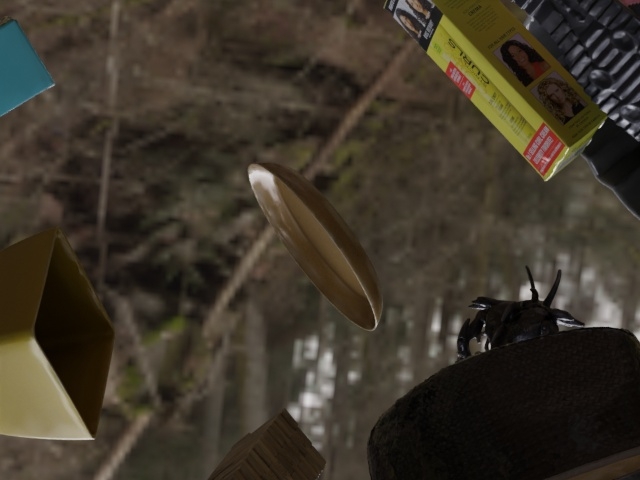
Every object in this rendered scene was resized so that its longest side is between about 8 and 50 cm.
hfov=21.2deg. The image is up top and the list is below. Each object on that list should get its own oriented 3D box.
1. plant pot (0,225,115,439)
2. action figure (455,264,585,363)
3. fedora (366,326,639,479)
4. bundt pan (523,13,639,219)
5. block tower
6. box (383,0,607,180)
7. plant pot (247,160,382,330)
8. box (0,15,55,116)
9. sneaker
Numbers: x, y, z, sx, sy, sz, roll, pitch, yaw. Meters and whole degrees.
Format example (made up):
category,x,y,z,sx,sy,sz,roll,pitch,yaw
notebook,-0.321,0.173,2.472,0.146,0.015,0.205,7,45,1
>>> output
category,x,y,z,sx,sy,sz,roll,pitch,yaw
plant pot,-0.412,0.138,2.286,0.187,0.212,0.212,-11,-140,13
action figure,0.220,0.165,2.030,0.164,0.275,0.141,13,145,34
fedora,0.153,0.162,1.285,0.334,0.152,0.334,-19,164,-6
bundt pan,0.352,-0.150,1.682,0.124,0.331,0.331,-36,-160,-14
block tower,-0.081,0.295,1.950,0.091,0.097,0.335,51,-165,-3
box,0.161,-0.168,1.593,0.058,0.232,0.087,-39,171,-20
plant pot,0.000,0.000,1.952,0.032,0.236,0.236,-38,-160,-13
box,-0.326,-0.085,1.311,0.244,0.060,0.100,-32,-166,-7
sneaker,0.254,-0.223,1.505,0.131,0.319,0.112,-47,-172,-37
